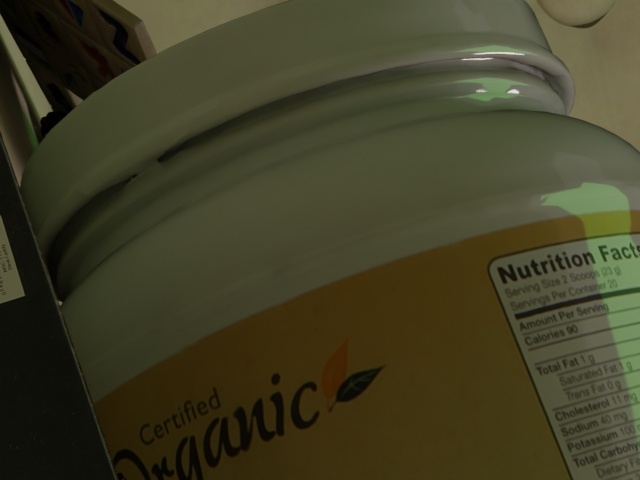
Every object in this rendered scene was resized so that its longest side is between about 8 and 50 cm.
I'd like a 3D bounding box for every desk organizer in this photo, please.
[{"bbox_3d":[-0.069,0.040,0.331,0.050,0.047,0.130,130,-59,-84],"label":"desk organizer"}]

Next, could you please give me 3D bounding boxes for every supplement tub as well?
[{"bbox_3d":[0.038,0.099,0.506,0.228,0.228,0.316,81,-10,-73],"label":"supplement tub"}]

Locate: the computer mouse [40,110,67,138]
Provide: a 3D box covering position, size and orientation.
[{"bbox_3d":[-0.107,0.040,0.856,0.242,0.041,0.071,63,-11,12],"label":"computer mouse"}]

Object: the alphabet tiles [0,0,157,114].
[{"bbox_3d":[-0.086,-0.058,0.787,0.237,0.009,0.198,35,-21,33],"label":"alphabet tiles"}]
